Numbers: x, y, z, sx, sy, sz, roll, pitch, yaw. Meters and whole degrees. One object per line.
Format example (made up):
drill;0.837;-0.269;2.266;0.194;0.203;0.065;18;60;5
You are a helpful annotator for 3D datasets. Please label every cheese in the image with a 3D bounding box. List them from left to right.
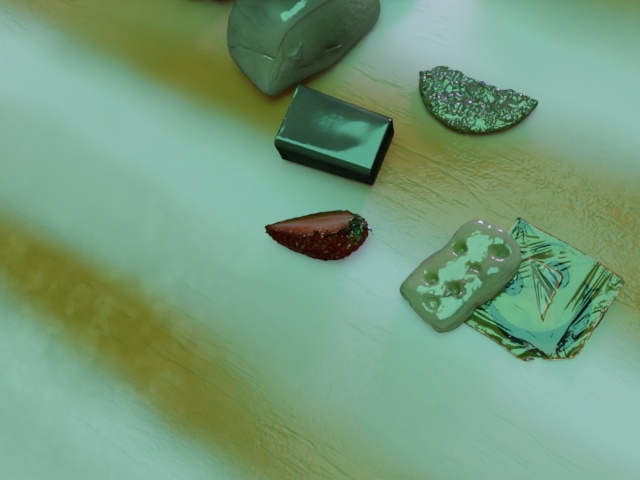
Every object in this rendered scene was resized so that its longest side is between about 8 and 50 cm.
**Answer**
cheese;0.309;0.073;1.451;0.263;0.093;0.159;-42;70;0

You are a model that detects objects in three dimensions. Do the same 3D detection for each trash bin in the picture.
trash bin;0.035;-0.243;1.580;0.240;0.122;0.164;22;81;13

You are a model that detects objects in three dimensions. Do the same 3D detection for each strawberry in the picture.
strawberry;0.004;-0.002;1.523;0.236;0.175;0.106;3;110;45

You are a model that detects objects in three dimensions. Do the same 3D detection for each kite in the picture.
kite;0.465;0.102;1.459;0.377;0.013;0.327;-9;74;12

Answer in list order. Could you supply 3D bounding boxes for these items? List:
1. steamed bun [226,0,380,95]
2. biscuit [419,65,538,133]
steamed bun;-0.056;-0.557;1.613;0.383;0.236;0.247;-35;66;-1
biscuit;0.350;-0.320;1.577;0.290;0.038;0.141;26;83;18
